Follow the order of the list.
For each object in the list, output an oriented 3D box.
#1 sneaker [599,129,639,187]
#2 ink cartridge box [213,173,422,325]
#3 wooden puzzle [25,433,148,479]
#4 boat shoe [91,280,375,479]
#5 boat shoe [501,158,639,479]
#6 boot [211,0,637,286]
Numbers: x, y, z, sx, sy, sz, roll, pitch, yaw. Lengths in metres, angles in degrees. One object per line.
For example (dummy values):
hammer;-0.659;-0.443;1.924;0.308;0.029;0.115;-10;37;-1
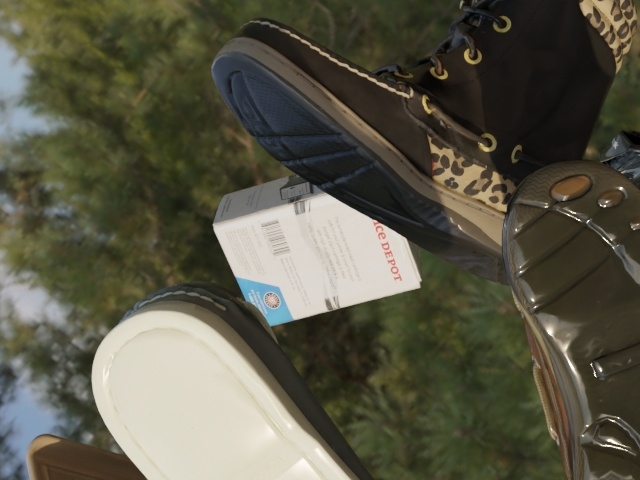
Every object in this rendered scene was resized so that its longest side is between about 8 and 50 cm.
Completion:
sneaker;0.437;-0.107;1.568;0.106;0.234;0.078;54;-162;-24
ink cartridge box;0.000;0.000;1.161;0.082;0.190;0.140;-84;-25;-60
wooden puzzle;-0.224;0.343;1.188;0.221;0.044;0.239;29;-152;-43
boat shoe;0.000;0.156;0.585;0.319;0.116;0.099;56;-166;-9
boat shoe;0.204;0.099;0.711;0.120;0.122;0.324;-78;-28;-83
boot;0.112;-0.153;0.923;0.377;0.284;0.138;30;166;-24
